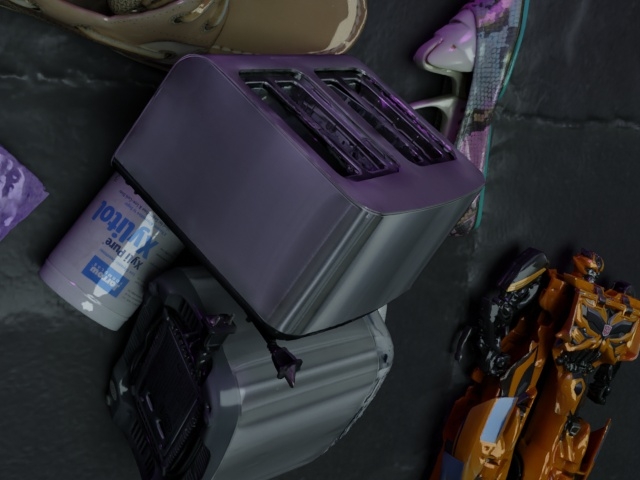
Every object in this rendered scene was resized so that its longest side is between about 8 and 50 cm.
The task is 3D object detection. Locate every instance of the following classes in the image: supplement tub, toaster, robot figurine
[{"bbox_3d":[-0.133,0.000,0.633,0.071,0.071,0.107,40,84,-34],"label":"supplement tub"},{"bbox_3d":[-0.006,-0.032,0.567,0.168,0.186,0.110,-17,147,-54],"label":"toaster"},{"bbox_3d":[0.213,0.149,0.877,0.211,0.085,0.291,17,98,-34],"label":"robot figurine"},{"bbox_3d":[-0.050,0.092,0.645,0.146,0.129,0.227,-11,147,-33],"label":"toaster"}]

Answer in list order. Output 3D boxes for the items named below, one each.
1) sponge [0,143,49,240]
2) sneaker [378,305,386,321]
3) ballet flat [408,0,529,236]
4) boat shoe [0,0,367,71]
[{"bbox_3d":[-0.279,-0.062,0.550,0.117,0.031,0.210,-46,124,-9],"label":"sponge"},{"bbox_3d":[0.000,0.000,0.718,0.094,0.080,0.212,-4,102,-17],"label":"sneaker"},{"bbox_3d":[0.108,-0.112,0.742,0.079,0.077,0.222,8,104,-12],"label":"ballet flat"},{"bbox_3d":[-0.103,-0.165,0.569,0.341,0.110,0.122,4,104,-31],"label":"boat shoe"}]
